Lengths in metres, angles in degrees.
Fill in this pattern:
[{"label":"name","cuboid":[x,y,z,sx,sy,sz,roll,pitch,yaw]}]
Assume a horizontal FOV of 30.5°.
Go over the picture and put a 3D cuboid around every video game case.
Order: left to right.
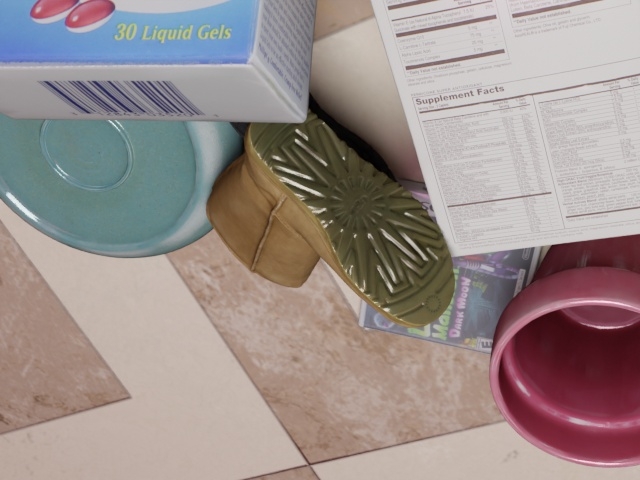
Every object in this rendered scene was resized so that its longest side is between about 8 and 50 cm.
[{"label":"video game case","cuboid":[0.134,0.032,1.218,0.173,0.022,0.190,12,127,8]}]

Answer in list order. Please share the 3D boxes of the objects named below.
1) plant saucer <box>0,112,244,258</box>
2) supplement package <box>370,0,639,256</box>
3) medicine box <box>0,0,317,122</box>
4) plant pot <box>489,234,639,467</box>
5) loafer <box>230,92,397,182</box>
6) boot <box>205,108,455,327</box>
[{"label":"plant saucer","cuboid":[-0.237,-0.103,1.217,0.317,0.044,0.318,8,125,11]},{"label":"supplement package","cuboid":[0.179,-0.157,0.959,0.198,0.199,0.263,-8,122,21]},{"label":"medicine box","cuboid":[-0.141,-0.249,0.925,0.263,0.289,0.149,2,168,14]},{"label":"plant pot","cuboid":[0.270,0.083,1.116,0.201,0.180,0.201,8,126,11]},{"label":"loafer","cuboid":[-0.005,-0.080,1.146,0.223,0.076,0.078,44,143,-7]},{"label":"boot","cuboid":[0.000,0.000,1.072,0.236,0.089,0.269,52,161,5]}]
